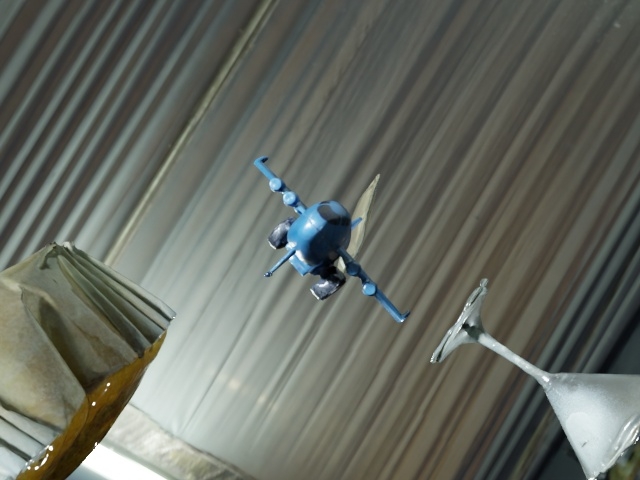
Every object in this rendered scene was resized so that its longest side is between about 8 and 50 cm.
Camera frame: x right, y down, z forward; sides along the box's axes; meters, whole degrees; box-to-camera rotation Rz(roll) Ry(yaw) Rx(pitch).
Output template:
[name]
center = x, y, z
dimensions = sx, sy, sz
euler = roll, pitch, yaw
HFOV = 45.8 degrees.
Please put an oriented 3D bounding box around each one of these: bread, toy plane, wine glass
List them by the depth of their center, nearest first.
[bread]
center = -0.198, 0.106, 0.448
dimensions = 0.110, 0.210, 0.192
euler = 48, -157, -6
[toy plane]
center = 0.000, 0.000, 0.839
dimensions = 0.254, 0.105, 0.271
euler = 48, -171, 7
[wine glass]
center = 0.259, 0.158, 0.899
dimensions = 0.232, 0.156, 0.156
euler = 33, 179, 15

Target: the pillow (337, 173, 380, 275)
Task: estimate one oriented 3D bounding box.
[pillow]
center = 0.068, -0.022, 1.374
dimensions = 0.033, 0.218, 0.130
euler = 23, 134, -4
